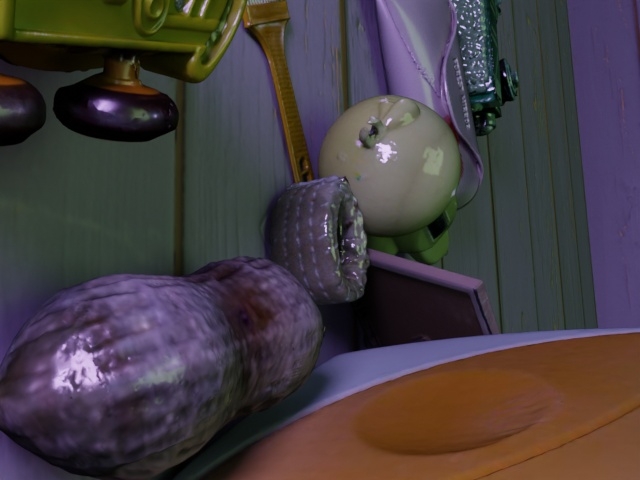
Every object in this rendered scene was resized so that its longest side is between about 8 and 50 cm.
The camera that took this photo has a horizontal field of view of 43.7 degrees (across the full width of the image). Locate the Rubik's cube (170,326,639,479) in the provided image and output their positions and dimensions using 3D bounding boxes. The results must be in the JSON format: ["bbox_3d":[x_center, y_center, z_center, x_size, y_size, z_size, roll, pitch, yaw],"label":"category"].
[{"bbox_3d":[0.115,0.269,0.514,0.352,0.347,0.352,-35,114,-61],"label":"Rubik's cube"}]

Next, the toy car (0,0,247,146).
[{"bbox_3d":[-0.138,-0.151,0.344,0.248,0.142,0.200,-12,118,-61],"label":"toy car"}]

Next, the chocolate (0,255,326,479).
[{"bbox_3d":[-0.076,0.066,0.460,0.248,0.110,0.110,-15,97,-64],"label":"chocolate"}]

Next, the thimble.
[{"bbox_3d":[0.000,0.000,0.674,0.084,0.062,0.110,22,64,-63],"label":"thimble"}]

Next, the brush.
[{"bbox_3d":[-0.035,-0.143,0.701,0.082,0.010,0.218,-38,118,-61],"label":"brush"}]

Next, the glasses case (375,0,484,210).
[{"bbox_3d":[0.130,-0.173,0.955,0.128,0.083,0.308,-32,112,-62],"label":"glasses case"}]

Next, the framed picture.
[{"bbox_3d":[0.109,0.114,0.747,0.016,0.184,0.250,-42,124,-26],"label":"framed picture"}]

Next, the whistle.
[{"bbox_3d":[0.073,-0.052,0.802,0.294,0.141,0.141,61,28,-73],"label":"whistle"}]

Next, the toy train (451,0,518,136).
[{"bbox_3d":[0.205,-0.282,1.101,0.154,0.115,0.270,21,66,-67],"label":"toy train"}]
